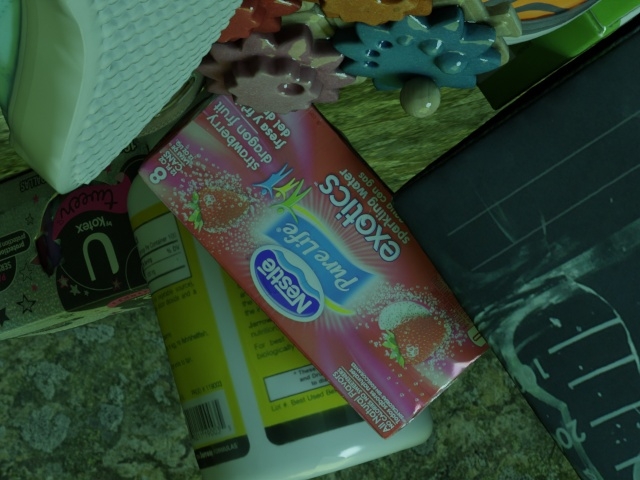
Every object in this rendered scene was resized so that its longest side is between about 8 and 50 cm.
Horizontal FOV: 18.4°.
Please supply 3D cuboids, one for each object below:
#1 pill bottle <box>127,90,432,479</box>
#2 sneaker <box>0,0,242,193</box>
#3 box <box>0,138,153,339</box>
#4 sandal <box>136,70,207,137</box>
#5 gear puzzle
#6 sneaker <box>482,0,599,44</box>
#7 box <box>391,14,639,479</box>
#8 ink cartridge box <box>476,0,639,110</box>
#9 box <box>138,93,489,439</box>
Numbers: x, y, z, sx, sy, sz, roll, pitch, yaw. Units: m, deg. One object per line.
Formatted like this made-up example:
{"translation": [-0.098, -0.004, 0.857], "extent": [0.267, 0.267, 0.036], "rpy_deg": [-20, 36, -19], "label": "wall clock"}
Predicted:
{"translation": [-0.042, 0.021, 1.549], "extent": [0.188, 0.334, 0.188], "rpy_deg": [-16, 175, -1], "label": "pill bottle"}
{"translation": [-0.113, -0.141, 0.782], "extent": [0.135, 0.150, 0.366], "rpy_deg": [-46, 171, -18], "label": "sneaker"}
{"translation": [-0.203, -0.003, 1.843], "extent": [0.247, 0.142, 0.163], "rpy_deg": [-20, 174, 29], "label": "box"}
{"translation": [-0.121, -0.108, 1.317], "extent": [0.120, 0.086, 0.303], "rpy_deg": [-18, 174, 15], "label": "sandal"}
{"translation": [-0.027, -0.138, 0.908], "extent": [0.175, 0.044, 0.339], "rpy_deg": [-5, 155, 20], "label": "gear puzzle"}
{"translation": [0.087, -0.178, 1.032], "extent": [0.321, 0.124, 0.180], "rpy_deg": [-13, 175, -29], "label": "sneaker"}
{"translation": [0.394, 0.010, 1.283], "extent": [0.480, 0.472, 0.297], "rpy_deg": [-35, -179, 30], "label": "box"}
{"translation": [0.212, -0.209, 1.288], "extent": [0.255, 0.097, 0.189], "rpy_deg": [-36, -179, -19], "label": "ink cartridge box"}
{"translation": [0.000, 0.000, 1.380], "extent": [0.122, 0.257, 0.128], "rpy_deg": [-42, -174, 2], "label": "box"}
